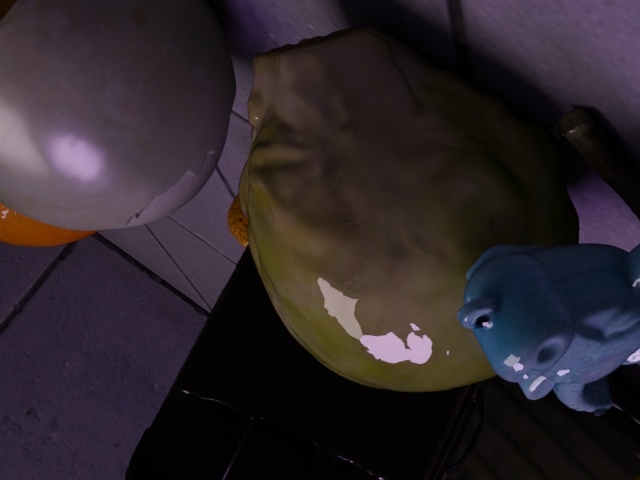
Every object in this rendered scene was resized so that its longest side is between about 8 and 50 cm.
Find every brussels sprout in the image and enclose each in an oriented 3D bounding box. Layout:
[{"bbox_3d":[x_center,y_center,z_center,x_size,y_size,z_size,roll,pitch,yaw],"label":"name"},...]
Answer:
[{"bbox_3d":[0.066,-0.015,1.109,0.274,0.242,0.317,52,166,52],"label":"brussels sprout"}]

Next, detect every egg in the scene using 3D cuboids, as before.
[{"bbox_3d":[-0.216,-0.144,1.328,0.278,0.278,0.336,27,168,45],"label":"egg"}]

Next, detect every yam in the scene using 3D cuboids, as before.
[{"bbox_3d":[0.213,-0.043,1.013,0.033,0.027,0.129,-26,122,33],"label":"yam"}]

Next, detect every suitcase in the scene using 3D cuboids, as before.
[{"bbox_3d":[0.015,0.142,1.362,0.283,0.434,0.194,22,159,11],"label":"suitcase"}]

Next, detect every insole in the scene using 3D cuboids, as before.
[{"bbox_3d":[0.407,0.240,1.638,0.188,0.004,0.064,40,170,-9],"label":"insole"}]

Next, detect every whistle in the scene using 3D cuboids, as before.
[{"bbox_3d":[0.198,0.048,0.999,0.274,0.186,0.093,1,-129,-38],"label":"whistle"}]

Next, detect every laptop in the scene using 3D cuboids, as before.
[{"bbox_3d":[0.335,0.151,1.476,0.180,0.016,0.129,41,168,-12],"label":"laptop"}]

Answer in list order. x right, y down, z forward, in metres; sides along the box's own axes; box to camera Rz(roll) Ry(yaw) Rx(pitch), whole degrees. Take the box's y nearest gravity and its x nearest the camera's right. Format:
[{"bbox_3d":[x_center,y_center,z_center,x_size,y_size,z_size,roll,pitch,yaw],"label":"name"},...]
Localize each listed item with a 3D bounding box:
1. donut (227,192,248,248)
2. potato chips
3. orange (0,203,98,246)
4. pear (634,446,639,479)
[{"bbox_3d":[0.000,0.000,1.710,0.253,0.118,0.253,34,-176,-2],"label":"donut"},{"bbox_3d":[0.213,0.227,1.523,0.358,0.070,0.429,-6,-140,-38],"label":"potato chips"},{"bbox_3d":[-0.352,-0.143,1.747,0.312,0.312,0.312,36,169,8],"label":"orange"},{"bbox_3d":[0.355,0.216,1.190,0.178,0.267,0.267,58,177,21],"label":"pear"}]
